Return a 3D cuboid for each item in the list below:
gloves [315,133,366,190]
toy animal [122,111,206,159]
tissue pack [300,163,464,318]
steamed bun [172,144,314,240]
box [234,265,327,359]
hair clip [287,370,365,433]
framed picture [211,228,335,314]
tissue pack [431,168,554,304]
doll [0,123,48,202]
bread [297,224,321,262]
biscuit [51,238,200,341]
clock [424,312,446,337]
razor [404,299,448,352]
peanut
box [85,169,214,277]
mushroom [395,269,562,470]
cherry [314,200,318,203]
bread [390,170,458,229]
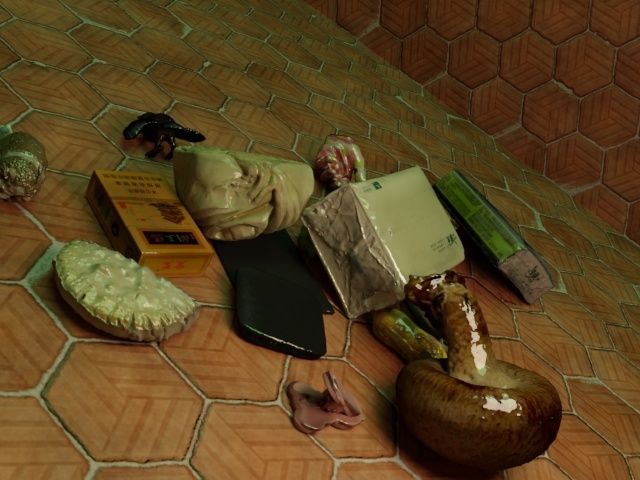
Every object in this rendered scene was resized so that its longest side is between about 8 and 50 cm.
[{"bbox_3d":[0.056,-0.211,2.203,0.145,0.126,0.241,23,56,-24],"label":"gloves"},{"bbox_3d":[-0.410,-0.295,1.885,0.218,0.116,0.179,-4,44,-37],"label":"toy animal"},{"bbox_3d":[0.163,-0.008,1.799,0.380,0.207,0.297,-24,86,-56],"label":"tissue pack"},{"bbox_3d":[-0.183,-0.102,1.686,0.289,0.203,0.276,2,12,-40],"label":"steamed bun"},{"bbox_3d":[-0.085,0.152,1.541,0.212,0.042,0.201,20,37,-23],"label":"box"},{"bbox_3d":[0.011,0.318,1.397,0.138,0.102,0.123,50,12,-43],"label":"hair clip"},{"bbox_3d":[-0.127,0.052,1.710,0.244,0.013,0.324,7,37,-36],"label":"framed picture"},{"bbox_3d":[0.526,-0.017,2.229,0.288,0.124,0.394,38,15,-46],"label":"tissue pack"},{"bbox_3d":[-0.615,-0.159,1.490,0.115,0.105,0.221,-25,40,-8],"label":"doll"},{"bbox_3d":[0.000,0.000,1.847,0.130,0.071,0.139,18,39,-25],"label":"bread"},{"bbox_3d":[-0.360,0.102,1.331,0.281,0.084,0.179,27,28,-7],"label":"biscuit"},{"bbox_3d":[0.311,0.200,1.745,0.198,0.064,0.172,38,11,-26],"label":"clock"},{"bbox_3d":[0.259,0.205,1.817,0.084,0.036,0.211,36,11,-45],"label":"razor"},{"bbox_3d":[0.205,0.231,1.662,0.207,0.087,0.087,39,29,20],"label":"peanut"},{"bbox_3d":[-0.367,-0.038,1.558,0.174,0.076,0.274,-1,41,-42],"label":"box"},{"bbox_3d":[0.328,0.273,1.469,0.331,0.356,0.334,30,-10,-35],"label":"mushroom"},{"bbox_3d":[0.071,-0.033,1.962,0.225,0.090,0.107,35,9,-11],"label":"cherry"},{"bbox_3d":[0.276,-0.084,2.185,0.252,0.133,0.174,36,16,-26],"label":"bread"}]
